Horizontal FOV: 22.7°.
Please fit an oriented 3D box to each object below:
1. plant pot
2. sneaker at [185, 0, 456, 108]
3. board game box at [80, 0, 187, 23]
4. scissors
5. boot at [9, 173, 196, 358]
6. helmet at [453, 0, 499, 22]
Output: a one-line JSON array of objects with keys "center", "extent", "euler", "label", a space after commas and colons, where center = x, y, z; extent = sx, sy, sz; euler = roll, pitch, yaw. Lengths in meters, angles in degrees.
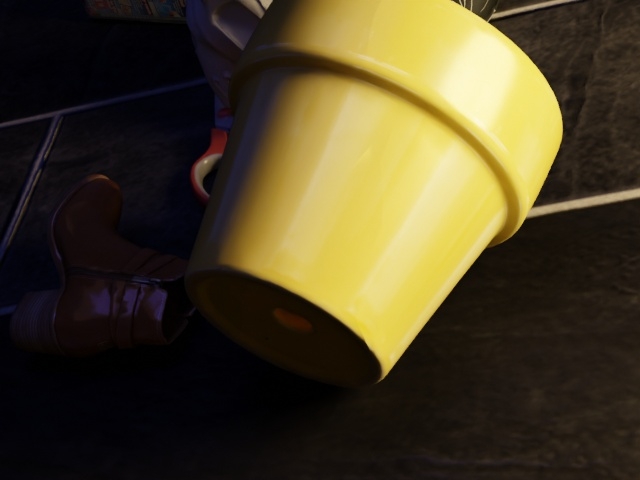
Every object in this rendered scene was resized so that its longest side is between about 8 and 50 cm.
[{"center": [0.024, -0.030, 1.194], "extent": [0.254, 0.254, 0.239], "euler": [8, 61, 36], "label": "plant pot"}, {"center": [0.006, -0.179, 1.473], "extent": [0.137, 0.210, 0.366], "euler": [-36, 74, -26], "label": "sneaker"}, {"center": [-0.147, -0.308, 1.803], "extent": [0.194, 0.060, 0.194], "euler": [-40, 40, -26], "label": "board game box"}, {"center": [-0.099, -0.110, 1.542], "extent": [0.109, 0.021, 0.297], "euler": [-26, 35, -6], "label": "scissors"}, {"center": [-0.164, 0.021, 1.360], "extent": [0.152, 0.073, 0.197], "euler": [-4, 50, 26], "label": "boot"}, {"center": [0.088, -0.279, 1.544], "extent": [0.169, 0.162, 0.169], "euler": [-15, 35, 11], "label": "helmet"}]
